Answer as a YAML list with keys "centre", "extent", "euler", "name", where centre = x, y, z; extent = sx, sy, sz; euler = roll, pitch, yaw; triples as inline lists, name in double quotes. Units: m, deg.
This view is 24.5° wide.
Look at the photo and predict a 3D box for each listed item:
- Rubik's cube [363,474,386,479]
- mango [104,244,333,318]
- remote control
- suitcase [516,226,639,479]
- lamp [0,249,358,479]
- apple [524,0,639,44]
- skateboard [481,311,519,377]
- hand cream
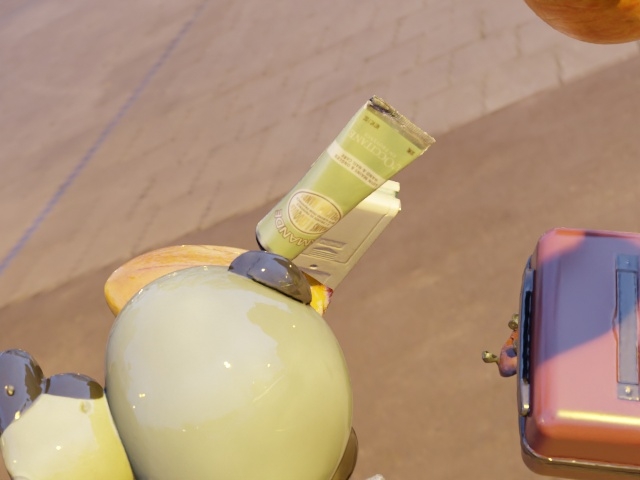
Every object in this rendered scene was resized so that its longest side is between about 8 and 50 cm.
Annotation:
- centre: [0.023, 0.453, 1.707]
  extent: [0.237, 0.237, 0.238]
  euler: [-22, 57, -15]
  name: "Rubik's cube"
- centre: [-0.129, 0.082, 1.722]
  extent: [0.138, 0.257, 0.187]
  euler: [-55, 18, 41]
  name: "mango"
- centre: [0.000, 0.000, 1.910]
  extent: [0.277, 0.103, 0.055]
  euler: [128, 150, -52]
  name: "remote control"
- centre: [0.350, 0.137, 1.754]
  extent: [0.236, 0.161, 0.297]
  euler: [5, 59, 2]
  name: "suitcase"
- centre: [-0.098, 0.123, 1.033]
  extent: [0.243, 0.198, 0.198]
  euler: [-18, 18, -1]
  name: "lamp"
- centre: [0.361, -0.385, 1.810]
  extent: [0.286, 0.286, 0.233]
  euler: [-38, 32, -31]
  name: "apple"
- centre: [0.311, 0.160, 2.224]
  extent: [0.067, 0.080, 0.151]
  euler: [-24, 13, 39]
  name: "skateboard"
- centre: [0.012, -0.056, 1.568]
  extent: [0.235, 0.086, 0.055]
  euler: [-42, 27, 29]
  name: "hand cream"
